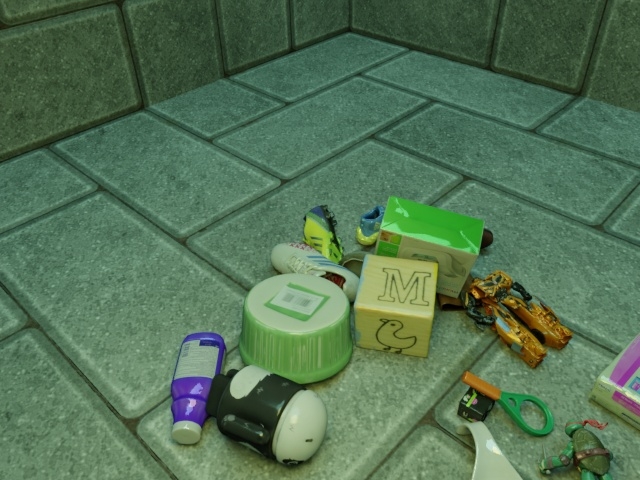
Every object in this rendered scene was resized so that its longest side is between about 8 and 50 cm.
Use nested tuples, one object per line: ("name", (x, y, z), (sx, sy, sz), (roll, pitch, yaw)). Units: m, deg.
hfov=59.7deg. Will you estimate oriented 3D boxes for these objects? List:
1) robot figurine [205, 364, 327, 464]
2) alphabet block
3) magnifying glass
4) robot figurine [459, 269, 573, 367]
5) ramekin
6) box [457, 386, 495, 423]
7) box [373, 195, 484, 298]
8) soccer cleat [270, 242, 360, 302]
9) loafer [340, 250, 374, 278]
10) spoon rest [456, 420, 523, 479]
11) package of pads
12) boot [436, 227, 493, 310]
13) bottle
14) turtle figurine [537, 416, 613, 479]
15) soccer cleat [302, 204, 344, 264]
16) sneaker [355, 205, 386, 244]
("robot figurine", (-0.120, 0.389, 1.253), (0.278, 0.173, 0.209), (17, 45, 22))
("alphabet block", (0.202, 0.172, 1.485), (0.197, 0.192, 0.193), (6, 49, 11))
("magnifying glass", (0.437, 0.376, 1.304), (0.231, 0.026, 0.092), (31, 49, 2))
("robot figurine", (0.525, 0.194, 1.518), (0.211, 0.085, 0.291), (-24, 55, -26))
("ramekin", (-0.062, 0.213, 1.448), (0.304, 0.148, 0.303), (2, 29, -1))
("box", (0.374, 0.388, 1.331), (0.062, 0.052, 0.083), (25, 44, 30))
("box", (0.288, 0.020, 1.541), (0.262, 0.231, 0.126), (16, 55, 7))
("soccer cleat", (-0.030, 0.086, 1.640), (0.331, 0.115, 0.143), (23, 8, 26))
("loafer", (0.170, 0.105, 1.659), (0.251, 0.094, 0.087), (15, 37, 19))
("spoon rest", (0.358, 0.495, 1.171), (0.138, 0.084, 0.276), (-6, 38, -6))
("package of pads", (0.832, 0.341, 1.336), (0.297, 0.101, 0.229), (-30, 46, -31))
("boot", (0.446, 0.081, 1.687), (0.264, 0.096, 0.280), (-3, 42, -13))
("bottle", (-0.303, 0.354, 1.362), (0.118, 0.092, 0.282), (-3, 39, 2))
("turtle figurine", (0.557, 0.470, 1.180), (0.176, 0.118, 0.234), (-3, 44, -3))
("soccer cleat", (0.001, 0.000, 1.826), (0.121, 0.093, 0.289), (-27, 40, 16))
("sneaker", (0.235, -0.054, 1.833), (0.240, 0.126, 0.091), (-10, 39, -10))
